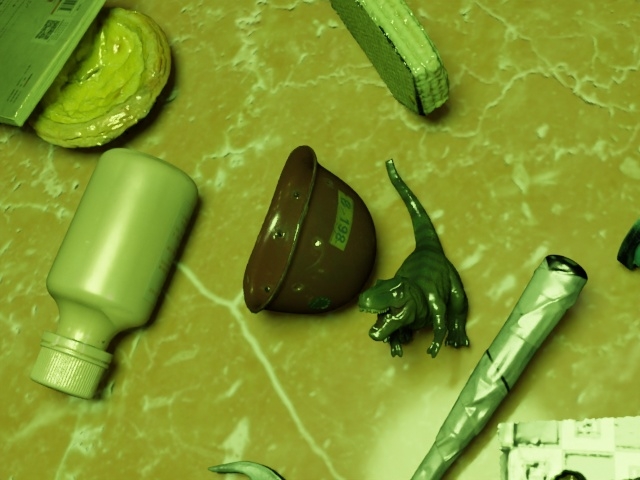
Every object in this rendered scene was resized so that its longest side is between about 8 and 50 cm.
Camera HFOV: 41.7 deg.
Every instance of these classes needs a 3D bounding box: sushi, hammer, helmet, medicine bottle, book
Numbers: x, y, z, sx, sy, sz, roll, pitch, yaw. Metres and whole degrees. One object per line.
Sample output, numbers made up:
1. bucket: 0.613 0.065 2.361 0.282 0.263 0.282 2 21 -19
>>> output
1. sushi: 0.264 0.246 0.698 0.215 0.050 0.192 -8 67 20
2. hammer: -0.121 0.314 0.788 0.103 0.029 0.246 37 84 23
3. helmet: 0.000 0.000 0.827 0.106 0.155 0.175 17 52 -19
4. medicine bottle: -0.219 0.036 0.870 0.114 0.114 0.252 14 74 19
5. hammer: 0.109 0.200 0.734 0.152 0.044 0.427 36 90 26
6. book: -0.374 -0.241 1.011 0.283 0.025 0.215 19 74 43

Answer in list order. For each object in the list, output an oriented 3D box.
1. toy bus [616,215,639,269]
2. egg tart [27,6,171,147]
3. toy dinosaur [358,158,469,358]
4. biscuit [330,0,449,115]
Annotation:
1. toy bus: 0.404 -0.054 0.730 0.165 0.133 0.271 41 82 20
2. egg tart: -0.254 -0.185 0.984 0.191 0.074 0.191 -6 67 13
3. toy dinosaur: 0.092 0.014 0.776 0.087 0.187 0.179 0 97 13
4. biscuit: 0.059 -0.234 0.878 0.052 0.150 0.252 -31 65 3
